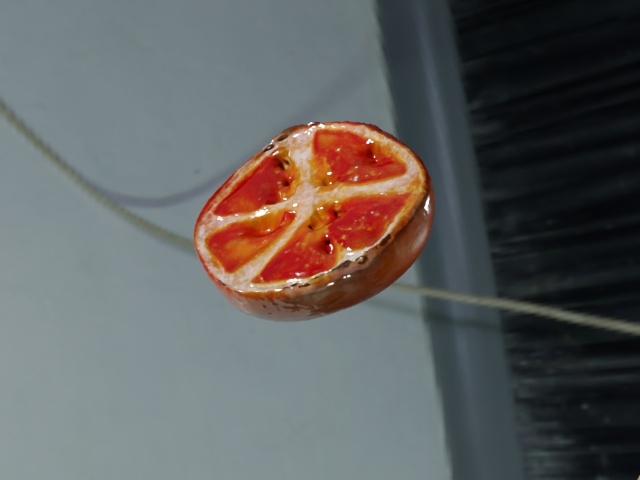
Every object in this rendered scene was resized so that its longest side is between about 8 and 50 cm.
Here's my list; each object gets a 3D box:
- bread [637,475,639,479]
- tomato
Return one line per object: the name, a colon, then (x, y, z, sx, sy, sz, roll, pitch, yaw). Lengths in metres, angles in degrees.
bread: (0.513, 0.258, 1.738, 0.376, 0.253, 0.348, -48, 113, -7)
tomato: (0.000, 0.000, 1.029, 0.155, 0.155, 0.069, -53, 135, -31)
